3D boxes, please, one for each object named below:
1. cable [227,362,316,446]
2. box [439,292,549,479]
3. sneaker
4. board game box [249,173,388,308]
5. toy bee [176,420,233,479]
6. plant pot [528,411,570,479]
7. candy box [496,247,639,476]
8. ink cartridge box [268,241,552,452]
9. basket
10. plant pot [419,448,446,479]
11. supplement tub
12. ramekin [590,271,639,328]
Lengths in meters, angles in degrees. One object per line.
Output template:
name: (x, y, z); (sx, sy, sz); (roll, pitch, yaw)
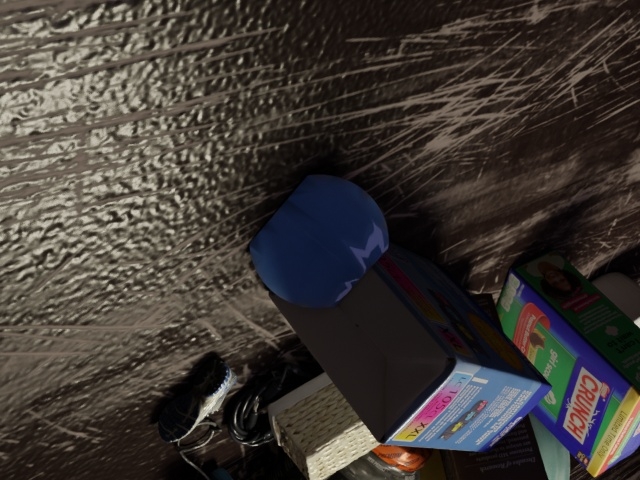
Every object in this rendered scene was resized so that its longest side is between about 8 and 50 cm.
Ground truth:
cable: (-0.058, 0.257, 1.464); (0.150, 0.047, 0.184); (-47, 150, 3)
box: (0.251, 0.293, 1.524); (0.143, 0.381, 0.191); (-10, 145, 1)
sneaker: (-0.160, 0.222, 1.308); (0.135, 0.052, 0.058); (-46, 153, 6)
board game box: (0.000, 0.000, 1.191); (0.168, 0.133, 0.033); (-49, -170, 12)
toy bee: (-0.160, 0.423, 1.443); (0.195, 0.162, 0.298); (-36, 148, -8)
plant pot: (0.316, 0.432, 1.906); (0.196, 0.293, 0.293); (12, 122, -26)
candy box: (0.450, 0.218, 1.729); (0.122, 0.317, 0.268); (-25, 144, -27)
ink cartridge box: (0.145, 0.144, 1.344); (0.151, 0.270, 0.395); (-47, 148, 12)
basket: (0.022, 0.263, 1.420); (0.167, 0.103, 0.113); (-29, 146, -16)
plant pot: (0.245, 0.376, 1.701); (0.212, 0.187, 0.212); (-19, 159, -5)
supplement tub: (0.019, 0.413, 1.586); (0.338, 0.207, 0.207); (-53, 147, 15)
ramekin: (0.591, 0.197, 2.038); (0.277, 0.135, 0.277); (-28, 145, -22)
